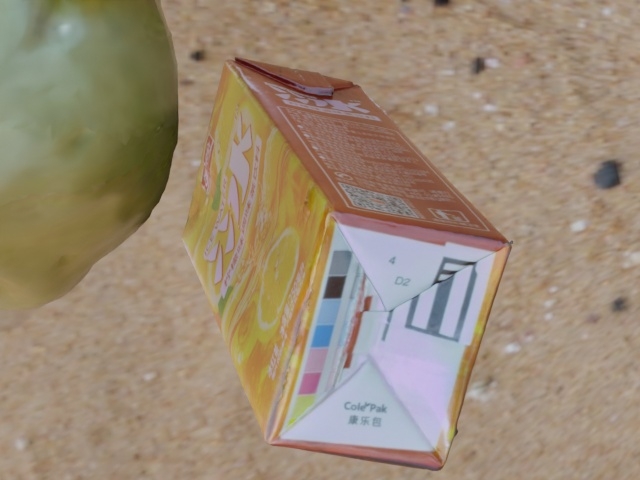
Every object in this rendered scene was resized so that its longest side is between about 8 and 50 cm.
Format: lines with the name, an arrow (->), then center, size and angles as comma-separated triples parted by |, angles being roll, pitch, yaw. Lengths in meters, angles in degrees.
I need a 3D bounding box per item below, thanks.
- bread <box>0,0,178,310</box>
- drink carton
bread -> -0.179, -0.132, 0.633 | 0.210, 0.300, 0.341 | -12, 80, -21
drink carton -> 0.000, 0.000, 0.712 | 0.071, 0.223, 0.096 | 10, 106, -16
